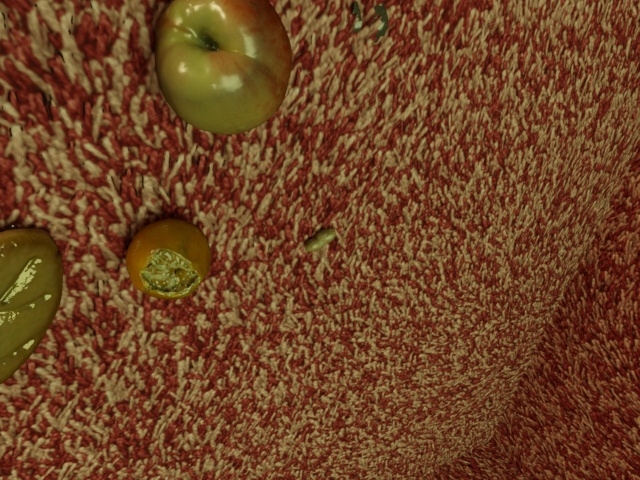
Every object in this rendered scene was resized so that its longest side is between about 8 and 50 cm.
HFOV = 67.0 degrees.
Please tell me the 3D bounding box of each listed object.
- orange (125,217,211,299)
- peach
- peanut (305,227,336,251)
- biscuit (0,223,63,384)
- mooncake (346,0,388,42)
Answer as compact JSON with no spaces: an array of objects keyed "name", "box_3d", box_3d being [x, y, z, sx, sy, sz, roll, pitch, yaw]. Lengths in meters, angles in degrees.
[{"name":"orange","box_3d":[-0.272,0.037,0.884,0.154,0.134,0.155,-25,132,-31]},{"name":"peach","box_3d":[-0.144,-0.268,0.743,0.232,0.232,0.232,-20,130,-25]},{"name":"peanut","box_3d":[0.000,0.000,1.131,0.083,0.037,0.037,-39,135,-11]},{"name":"biscuit","box_3d":[-0.508,0.116,0.796,0.154,0.045,0.299,-6,120,-55]},{"name":"mooncake","box_3d":[-0.013,-0.454,0.796,0.346,0.057,0.150,7,128,-33]}]
